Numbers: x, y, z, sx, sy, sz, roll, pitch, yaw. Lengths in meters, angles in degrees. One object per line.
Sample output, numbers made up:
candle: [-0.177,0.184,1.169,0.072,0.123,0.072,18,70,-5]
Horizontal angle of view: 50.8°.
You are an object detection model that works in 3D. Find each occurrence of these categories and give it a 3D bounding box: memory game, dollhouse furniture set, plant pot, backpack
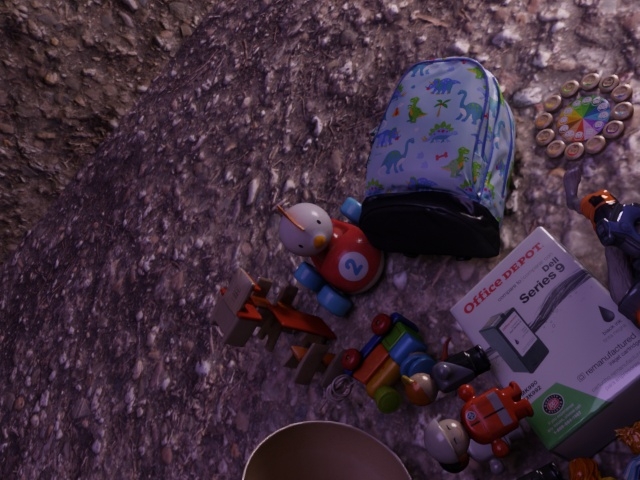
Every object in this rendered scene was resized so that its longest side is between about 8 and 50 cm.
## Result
memory game: [0.477,-0.227,1.233,0.186,0.012,0.186,-24,51,34]
dollhouse furniture set: [-0.079,0.157,1.373,0.262,0.259,0.135,44,109,48]
plant pot: [0.002,0.473,1.118,0.284,0.284,0.190,-125,37,-48]
backpack: [0.236,-0.170,1.286,0.290,0.273,0.355,6,53,40]

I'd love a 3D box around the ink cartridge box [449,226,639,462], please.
ink cartridge box: [0.362,0.152,1.024,0.211,0.121,0.289,-46,42,15]

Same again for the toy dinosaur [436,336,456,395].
toy dinosaur: [0.207,0.227,1.179,0.047,0.090,0.082,-7,17,32]

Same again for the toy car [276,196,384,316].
toy car: [0.000,0.000,1.405,0.219,0.238,0.210,-54,40,5]

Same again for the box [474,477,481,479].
box: [0.277,0.432,0.966,0.162,0.029,0.116,18,113,51]

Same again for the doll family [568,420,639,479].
doll family: [0.414,0.327,0.864,0.263,0.118,0.163,-37,44,24]

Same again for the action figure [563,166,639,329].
action figure: [0.492,0.038,0.915,0.330,0.341,0.178,-74,3,-52]

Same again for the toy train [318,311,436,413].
toy train: [0.099,0.263,1.221,0.248,0.105,0.143,-51,28,9]

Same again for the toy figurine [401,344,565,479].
toy figurine: [0.217,0.276,0.947,0.148,0.213,0.209,-29,19,-1]
